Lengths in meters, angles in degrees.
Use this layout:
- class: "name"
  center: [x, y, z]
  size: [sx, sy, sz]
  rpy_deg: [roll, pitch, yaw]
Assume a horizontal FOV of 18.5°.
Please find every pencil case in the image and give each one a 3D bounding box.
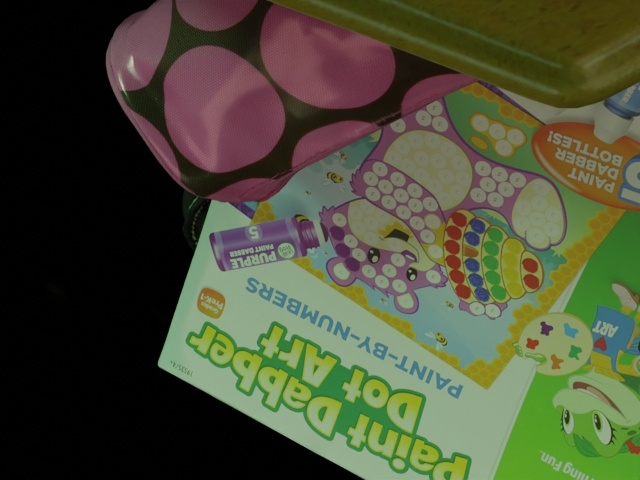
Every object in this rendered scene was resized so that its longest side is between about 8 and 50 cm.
- class: "pencil case"
  center: [0.021, -0.085, 0.743]
  size: [0.209, 0.095, 0.098]
  rpy_deg: [-25, 101, 33]

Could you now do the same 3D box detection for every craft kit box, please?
- class: "craft kit box"
  center: [0.076, 0.002, 0.831]
  size: [0.250, 0.061, 0.247]
  rpy_deg: [27, 121, 15]

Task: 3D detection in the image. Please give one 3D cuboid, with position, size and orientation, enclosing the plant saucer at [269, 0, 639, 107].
- class: "plant saucer"
  center: [0.055, -0.135, 0.444]
  size: [0.332, 0.081, 0.333]
  rpy_deg: [17, 151, -34]

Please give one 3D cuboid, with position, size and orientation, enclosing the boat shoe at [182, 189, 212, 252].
- class: "boat shoe"
  center: [0.003, 0.003, 1.026]
  size: [0.127, 0.113, 0.340]
  rpy_deg: [44, 155, -25]
